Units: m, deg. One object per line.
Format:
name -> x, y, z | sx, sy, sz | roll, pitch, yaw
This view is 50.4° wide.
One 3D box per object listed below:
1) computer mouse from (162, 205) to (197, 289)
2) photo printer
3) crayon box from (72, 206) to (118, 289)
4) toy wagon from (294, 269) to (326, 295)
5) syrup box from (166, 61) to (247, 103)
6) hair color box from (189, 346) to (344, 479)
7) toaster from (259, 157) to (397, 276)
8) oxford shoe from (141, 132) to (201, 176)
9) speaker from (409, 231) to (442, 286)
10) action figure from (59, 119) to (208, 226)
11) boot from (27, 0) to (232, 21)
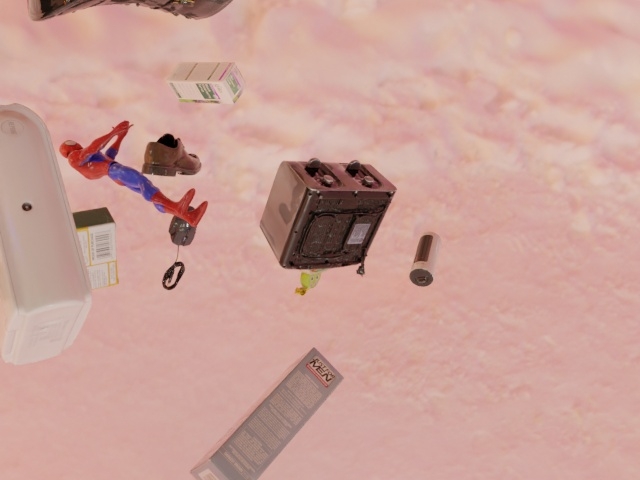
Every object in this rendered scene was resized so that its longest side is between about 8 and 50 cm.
computer mouse -> -0.370, 0.024, 1.794 | 0.071, 0.242, 0.041 | 1, 22, -39
photo printer -> -0.407, -0.011, 0.923 | 0.107, 0.256, 0.308 | -11, 71, -32
crayon box -> -0.677, 0.045, 1.690 | 0.323, 0.203, 0.083 | -13, 41, -28
toy wagon -> 0.000, 0.000, 1.975 | 0.068, 0.267, 0.344 | 16, 100, 25
syrup box -> -0.363, -0.503, 2.171 | 0.237, 0.093, 0.096 | 10, 59, 32
hair color box -> -0.124, 0.437, 1.620 | 0.113, 0.185, 0.374 | 46, 54, 2
toaster -> 0.009, -0.038, 1.083 | 0.168, 0.186, 0.110 | -2, 40, -32
oxford shoe -> -0.334, -0.199, 1.583 | 0.082, 0.227, 0.096 | 7, 97, 12
speaker -> 0.236, 0.042, 1.524 | 0.055, 0.055, 0.136 | 24, 42, 0
action figure -> -0.305, -0.137, 1.130 | 0.280, 0.091, 0.139 | 21, 77, 16
boot -> -0.258, -0.344, 0.952 | 0.229, 0.263, 0.091 | -4, 93, -50
